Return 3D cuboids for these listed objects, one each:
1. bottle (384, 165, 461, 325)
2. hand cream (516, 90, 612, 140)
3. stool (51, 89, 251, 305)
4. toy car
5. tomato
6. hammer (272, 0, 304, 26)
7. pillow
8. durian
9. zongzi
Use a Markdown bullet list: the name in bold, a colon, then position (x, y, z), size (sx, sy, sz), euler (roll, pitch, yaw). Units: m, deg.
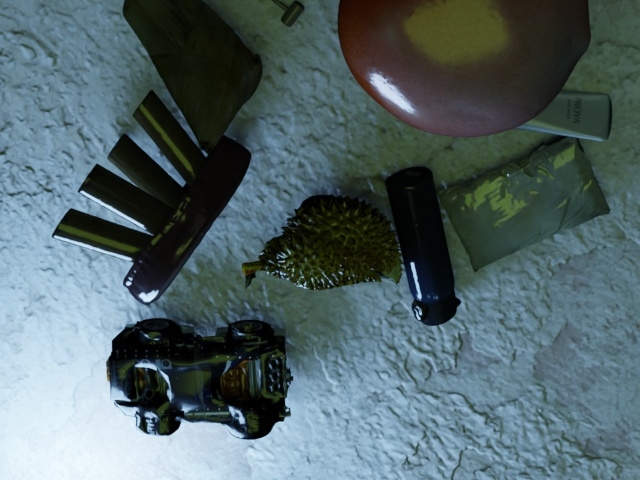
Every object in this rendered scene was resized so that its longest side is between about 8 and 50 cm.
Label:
- **bottle**: position (0.155, 0.013, 1.782), size (0.082, 0.072, 0.245), euler (-28, 117, -26)
- **hand cream**: position (0.289, -0.186, 1.686), size (0.255, 0.079, 0.048), euler (6, 158, 5)
- **stool**: position (-0.239, -0.060, 1.676), size (0.178, 0.272, 0.272), euler (35, 113, -9)
- **toy car**: position (-0.195, 0.211, 1.886), size (0.301, 0.118, 0.193), euler (1, 107, 5)
- **tomato**: position (0.188, -0.284, 1.508), size (0.321, 0.321, 0.322), euler (2, 115, 4)
- **hammer**: position (-0.075, -0.350, 1.666), size (0.110, 0.019, 0.035), euler (39, 113, -7)
- **pillow**: position (0.301, -0.057, 1.751), size (0.229, 0.050, 0.148), euler (-24, 106, 18)
- **durian**: position (0.000, 0.000, 1.745), size (0.237, 0.193, 0.138), euler (-4, 96, -10)
- **zongzi**: position (-0.195, -0.242, 1.599), size (0.228, 0.256, 0.115), euler (43, 122, -14)
